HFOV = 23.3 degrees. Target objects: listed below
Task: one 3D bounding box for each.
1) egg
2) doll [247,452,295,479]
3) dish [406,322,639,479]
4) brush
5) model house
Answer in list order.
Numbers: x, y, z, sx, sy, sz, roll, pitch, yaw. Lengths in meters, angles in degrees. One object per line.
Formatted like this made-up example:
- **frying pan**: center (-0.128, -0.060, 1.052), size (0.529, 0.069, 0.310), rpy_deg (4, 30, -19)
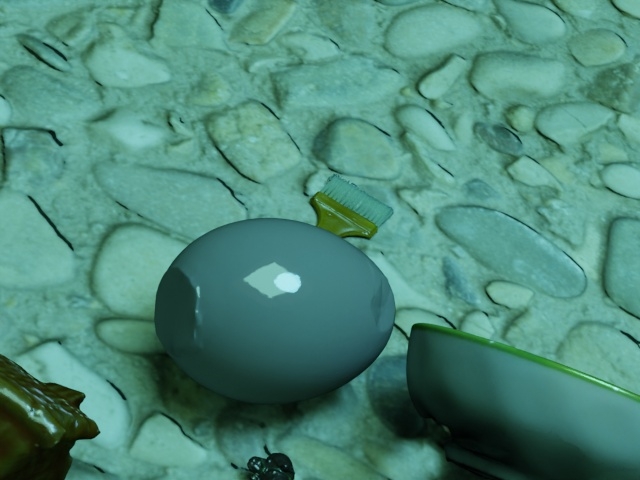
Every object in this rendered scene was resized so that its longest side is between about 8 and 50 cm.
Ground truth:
- **egg**: center (-0.036, 0.067, 1.461), size (0.232, 0.176, 0.176), rpy_deg (6, 44, -26)
- **doll**: center (-0.004, 0.252, 1.379), size (0.139, 0.057, 0.165), rpy_deg (-4, 44, -25)
- **dish**: center (0.212, 0.191, 1.423), size (0.324, 0.324, 0.124), rpy_deg (22, 83, -3)
- **brush**: center (0.000, 0.000, 1.675), size (0.082, 0.010, 0.218), rpy_deg (33, 43, 8)
- **model house**: center (-0.307, 0.148, 1.215), size (0.199, 0.229, 0.220), rpy_deg (43, 43, 11)
